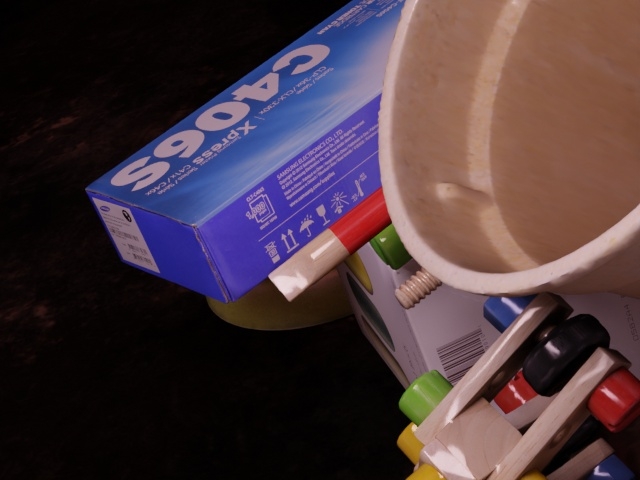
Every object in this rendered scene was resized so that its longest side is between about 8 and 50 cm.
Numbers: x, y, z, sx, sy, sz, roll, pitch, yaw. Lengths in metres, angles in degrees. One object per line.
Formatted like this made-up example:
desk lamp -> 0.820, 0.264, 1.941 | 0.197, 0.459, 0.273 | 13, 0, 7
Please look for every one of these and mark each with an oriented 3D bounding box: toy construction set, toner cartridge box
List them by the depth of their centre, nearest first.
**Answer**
toy construction set -> 0.071, 0.131, 1.185 | 0.237, 0.309, 0.257 | -37, 4, -9
toner cartridge box -> 0.002, -0.093, 1.423 | 0.348, 0.075, 0.165 | -38, 31, -24

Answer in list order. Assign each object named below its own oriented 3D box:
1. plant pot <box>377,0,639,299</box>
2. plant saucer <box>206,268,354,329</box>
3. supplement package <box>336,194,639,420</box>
plant pot -> 0.256, -0.078, 1.084 | 0.334, 0.305, 0.333 | -37, 42, 41
plant saucer -> 0.000, 0.000, 1.719 | 0.241, 0.037, 0.241 | -15, 28, 8
supplement package -> 0.130, 0.012, 1.439 | 0.198, 0.199, 0.262 | -25, 28, -7
